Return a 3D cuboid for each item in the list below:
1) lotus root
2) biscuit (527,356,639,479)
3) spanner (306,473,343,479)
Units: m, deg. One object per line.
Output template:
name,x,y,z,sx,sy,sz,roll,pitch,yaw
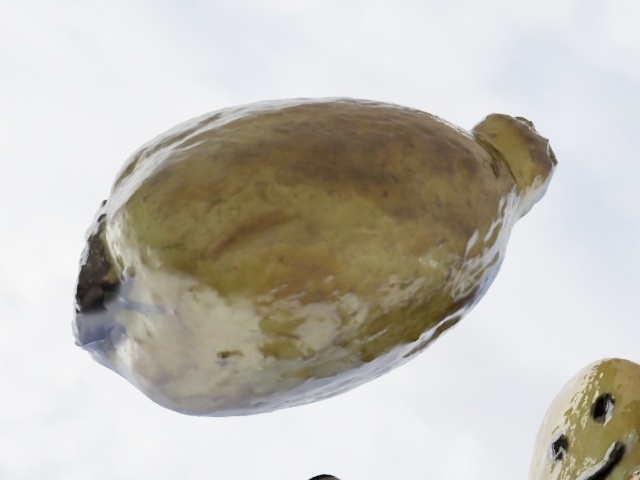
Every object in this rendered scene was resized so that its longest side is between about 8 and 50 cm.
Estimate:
lotus root,0.000,0.000,0.799,0.214,0.138,0.138,-19,-136,-7
biscuit,0.129,0.142,0.802,0.030,0.153,0.234,30,-145,-30
spanner,0.062,0.190,0.793,0.024,0.316,0.087,11,-125,42
